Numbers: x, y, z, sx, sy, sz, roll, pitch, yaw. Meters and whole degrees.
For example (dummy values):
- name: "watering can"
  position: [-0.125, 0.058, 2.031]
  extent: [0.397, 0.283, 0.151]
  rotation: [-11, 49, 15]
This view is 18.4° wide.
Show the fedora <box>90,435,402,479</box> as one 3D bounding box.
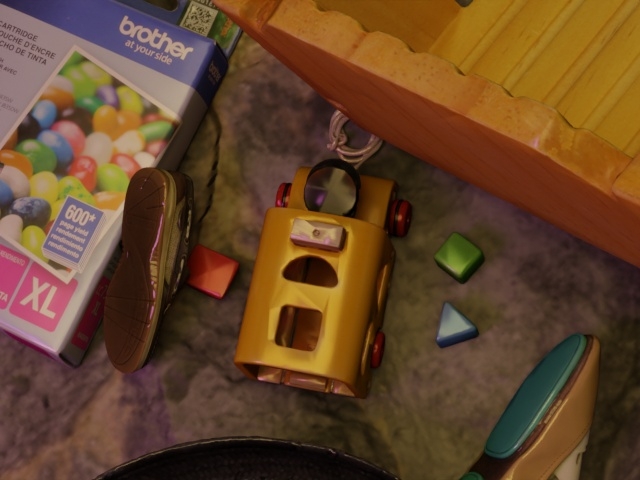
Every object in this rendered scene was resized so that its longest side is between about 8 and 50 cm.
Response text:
- name: "fedora"
  position: [-0.043, 0.275, 1.233]
  extent: [0.334, 0.152, 0.334]
  rotation: [0, 87, -5]

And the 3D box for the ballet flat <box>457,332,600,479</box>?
- name: "ballet flat"
  position: [0.134, 0.170, 1.371]
  extent: [0.073, 0.080, 0.232]
  rotation: [40, 87, -12]

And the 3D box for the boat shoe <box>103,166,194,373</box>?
- name: "boat shoe"
  position: [-0.118, 0.023, 1.428]
  extent: [0.056, 0.049, 0.152]
  rotation: [24, 107, 41]

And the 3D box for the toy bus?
- name: "toy bus"
  position: [0.003, 0.012, 1.403]
  extent: [0.191, 0.104, 0.202]
  rotation: [-35, 74, -1]

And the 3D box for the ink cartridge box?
- name: "ink cartridge box"
  position: [-0.197, -0.084, 1.483]
  extent: [0.186, 0.065, 0.311]
  rotation: [24, 79, 13]

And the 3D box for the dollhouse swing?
- name: "dollhouse swing"
  position: [0.192, -0.167, 1.287]
  extent: [0.347, 0.315, 0.305]
  rotation: [30, 86, 35]
